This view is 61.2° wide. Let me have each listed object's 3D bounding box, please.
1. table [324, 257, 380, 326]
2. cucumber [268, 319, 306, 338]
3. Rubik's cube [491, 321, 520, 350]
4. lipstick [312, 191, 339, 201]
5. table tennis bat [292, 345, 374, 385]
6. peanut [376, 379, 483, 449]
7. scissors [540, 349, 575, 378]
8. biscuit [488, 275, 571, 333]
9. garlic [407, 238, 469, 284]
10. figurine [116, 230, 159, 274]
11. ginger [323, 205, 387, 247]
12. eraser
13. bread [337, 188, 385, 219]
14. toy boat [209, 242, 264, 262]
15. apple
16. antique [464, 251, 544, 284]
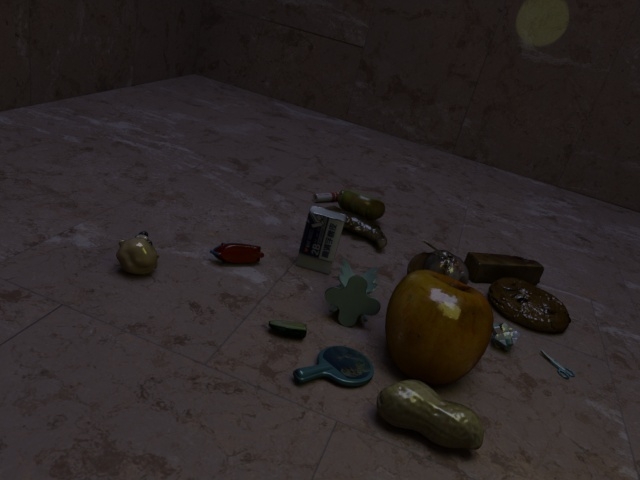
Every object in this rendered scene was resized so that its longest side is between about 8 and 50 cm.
[{"bbox_3d":[0.104,0.149,1.665,0.167,0.166,0.198,15,18,2],"label":"table"},{"bbox_3d":[-0.092,0.245,1.495,0.108,0.035,0.067,10,9,-6],"label":"cucumber"},{"bbox_3d":[0.563,0.300,1.678,0.084,0.075,0.073,29,75,26],"label":"Rubik's cube"},{"bbox_3d":[0.028,-0.193,2.404,0.131,0.038,0.038,-7,34,-36],"label":"lipstick"},{"bbox_3d":[0.033,0.328,1.399,0.237,0.038,0.149,-3,31,-36],"label":"table tennis bat"},{"bbox_3d":[0.258,0.403,1.270,0.257,0.123,0.123,19,27,9],"label":"peanut"},{"bbox_3d":[0.723,0.378,1.665,0.058,0.014,0.119,-6,36,-36],"label":"scissors"},{"bbox_3d":[0.741,0.220,1.917,0.296,0.075,0.296,12,27,-6],"label":"biscuit"},{"bbox_3d":[0.380,0.117,1.825,0.207,0.207,0.257,37,-3,37],"label":"garlic"},{"bbox_3d":[-0.537,0.032,1.629,0.108,0.114,0.196,-12,18,0],"label":"figurine"},{"bbox_3d":[0.141,-0.069,2.175,0.333,0.080,0.166,22,22,23],"label":"ginger"},{"bbox_3d":[0.000,0.000,1.822,0.125,0.210,0.068,15,26,1],"label":"eraser"},{"bbox_3d":[0.172,-0.144,2.283,0.214,0.104,0.213,17,2,0],"label":"bread"},{"bbox_3d":[-0.274,0.040,1.770,0.173,0.069,0.059,1,9,-28],"label":"toy boat"},{"bbox_3d":[0.314,0.235,1.480,0.299,0.274,0.299,15,13,-4],"label":"apple"},{"bbox_3d":[0.710,0.111,2.101,0.310,0.087,0.093,4,27,-19],"label":"antique"}]
